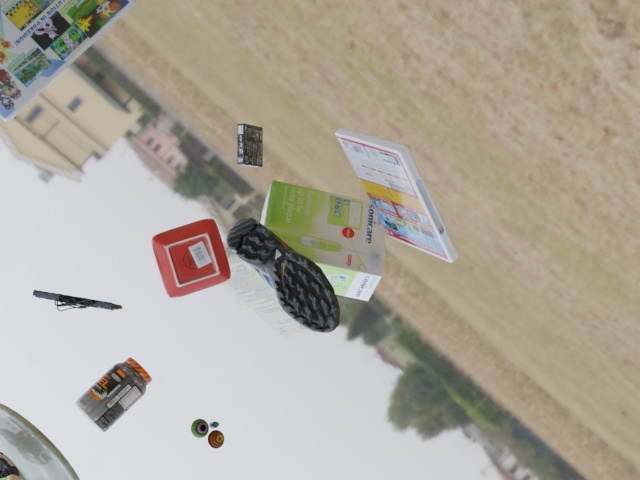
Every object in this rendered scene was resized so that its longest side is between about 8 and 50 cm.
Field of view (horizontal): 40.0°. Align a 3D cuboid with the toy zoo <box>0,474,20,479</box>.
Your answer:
[{"bbox_3d":[-0.808,0.661,1.980,0.030,0.293,0.192,54,-159,-58],"label":"toy zoo"}]

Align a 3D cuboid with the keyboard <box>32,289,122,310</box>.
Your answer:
[{"bbox_3d":[-0.536,0.139,1.909,0.192,0.038,0.100,8,172,10],"label":"keyboard"}]

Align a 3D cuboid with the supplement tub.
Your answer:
[{"bbox_3d":[-0.552,0.411,2.363,0.117,0.190,0.117,37,157,19],"label":"supplement tub"}]

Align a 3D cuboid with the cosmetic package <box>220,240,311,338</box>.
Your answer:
[{"bbox_3d":[-0.130,0.121,2.349,0.160,0.113,0.309,-19,129,41],"label":"cosmetic package"}]

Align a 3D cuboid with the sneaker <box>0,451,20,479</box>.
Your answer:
[{"bbox_3d":[-0.795,0.505,2.093,0.235,0.084,0.097,22,-163,17],"label":"sneaker"}]

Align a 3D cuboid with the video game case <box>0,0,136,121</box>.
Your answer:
[{"bbox_3d":[-0.538,-0.422,1.535,0.300,0.329,0.036,49,173,-37],"label":"video game case"}]

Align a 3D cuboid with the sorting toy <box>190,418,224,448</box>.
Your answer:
[{"bbox_3d":[-0.290,0.506,2.327,0.102,0.061,0.042,39,149,-16],"label":"sorting toy"}]

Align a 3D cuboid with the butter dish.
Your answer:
[{"bbox_3d":[-0.309,0.036,2.082,0.118,0.160,0.160,-152,45,-74],"label":"butter dish"}]

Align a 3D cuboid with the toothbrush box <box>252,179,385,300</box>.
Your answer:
[{"bbox_3d":[0.000,0.000,2.037,0.283,0.206,0.122,13,145,-8],"label":"toothbrush box"}]

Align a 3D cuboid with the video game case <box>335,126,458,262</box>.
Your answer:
[{"bbox_3d":[0.151,-0.090,1.734,0.204,0.025,0.285,25,151,51],"label":"video game case"}]

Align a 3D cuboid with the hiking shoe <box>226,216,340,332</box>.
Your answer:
[{"bbox_3d":[-0.058,0.069,1.817,0.304,0.113,0.132,47,-175,18],"label":"hiking shoe"}]

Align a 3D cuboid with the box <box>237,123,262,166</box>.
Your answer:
[{"bbox_3d":[-0.143,-0.193,1.789,0.018,0.083,0.067,0,180,31],"label":"box"}]

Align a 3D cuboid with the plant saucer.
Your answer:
[{"bbox_3d":[-0.787,0.593,2.287,0.401,0.100,0.400,24,138,24],"label":"plant saucer"}]
